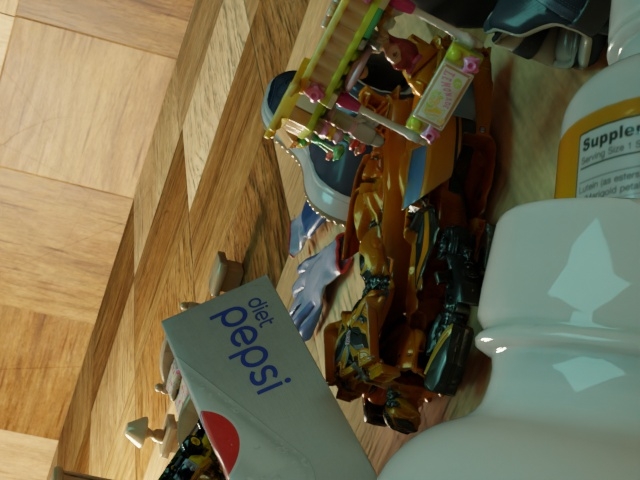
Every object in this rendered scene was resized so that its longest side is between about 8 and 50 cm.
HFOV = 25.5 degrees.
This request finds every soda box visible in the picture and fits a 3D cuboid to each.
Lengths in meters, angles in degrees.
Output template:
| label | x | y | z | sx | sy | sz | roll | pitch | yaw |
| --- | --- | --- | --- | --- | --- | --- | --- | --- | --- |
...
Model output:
| label | x | y | z | sx | sy | sz | roll | pitch | yaw |
| --- | --- | --- | --- | --- | --- | --- | --- | --- | --- |
| soda box | -0.024 | 0.157 | 1.040 | 0.286 | 0.098 | 0.091 | -121 | 9 | -46 |

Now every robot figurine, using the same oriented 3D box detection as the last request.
| label | x | y | z | sx | sy | sz | roll | pitch | yaw |
| --- | --- | --- | --- | --- | --- | --- | --- | --- | --- |
| robot figurine | 0.066 | 0.002 | 1.081 | 0.211 | 0.085 | 0.291 | 136 | 145 | -65 |

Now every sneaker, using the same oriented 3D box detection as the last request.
| label | x | y | z | sx | sy | sz | roll | pitch | yaw |
| --- | --- | --- | --- | --- | --- | --- | --- | --- | --- |
| sneaker | 0.155 | -0.209 | 0.938 | 0.226 | 0.086 | 0.163 | -106 | 36 | -60 |
| sneaker | 0.021 | -0.140 | 1.337 | 0.282 | 0.099 | 0.153 | -116 | 37 | -57 |

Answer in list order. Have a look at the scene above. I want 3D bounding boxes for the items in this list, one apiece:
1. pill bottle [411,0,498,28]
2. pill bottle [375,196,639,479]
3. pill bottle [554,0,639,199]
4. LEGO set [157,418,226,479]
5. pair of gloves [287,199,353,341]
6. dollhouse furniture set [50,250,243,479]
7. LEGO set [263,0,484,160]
| label | x | y | z | sx | sy | sz | roll | pitch | yaw |
| --- | --- | --- | --- | --- | --- | --- | --- | --- | --- |
| pill bottle | 0.116 | -0.277 | 1.065 | 0.123 | 0.123 | 0.219 | 133 | 145 | -62 |
| pill bottle | 0.091 | 0.165 | 0.410 | 0.188 | 0.188 | 0.334 | 163 | 120 | -73 |
| pill bottle | 0.168 | 0.001 | 0.606 | 0.136 | 0.136 | 0.245 | 138 | 143 | -65 |
| LEGO set | -0.106 | 0.326 | 1.187 | 0.331 | 0.192 | 0.255 | -56 | 0 | 19 |
| pair of gloves | 0.000 | 0.000 | 1.448 | 0.159 | 0.023 | 0.198 | 126 | 152 | -52 |
| dollhouse furniture set | -0.211 | 0.215 | 1.734 | 0.303 | 0.174 | 0.355 | -116 | 41 | -67 |
| LEGO set | 0.037 | -0.110 | 1.006 | 0.287 | 0.107 | 0.132 | -58 | 7 | 53 |
